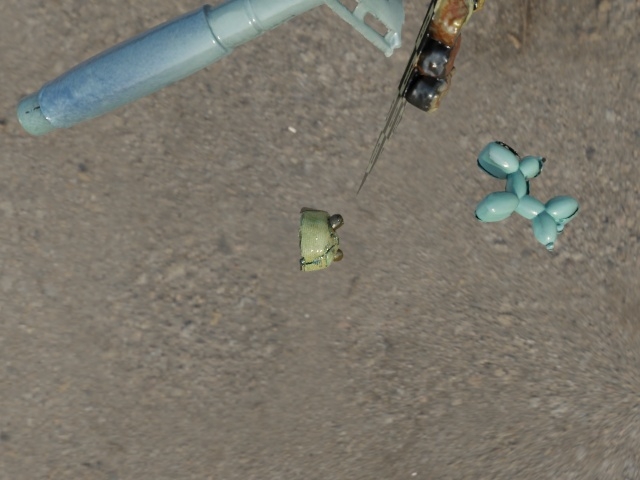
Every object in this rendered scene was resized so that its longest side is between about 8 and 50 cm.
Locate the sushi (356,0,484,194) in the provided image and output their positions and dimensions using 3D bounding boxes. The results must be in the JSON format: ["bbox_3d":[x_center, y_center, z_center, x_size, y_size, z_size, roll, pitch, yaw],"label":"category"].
[{"bbox_3d":[0.140,-0.214,1.209,0.050,0.264,0.290,24,120,5],"label":"sushi"}]

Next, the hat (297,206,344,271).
[{"bbox_3d":[0.000,0.000,1.306,0.059,0.076,0.077,4,107,5],"label":"hat"}]

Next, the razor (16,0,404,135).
[{"bbox_3d":[-0.046,-0.065,0.337,0.135,0.068,0.040,-19,75,21],"label":"razor"}]

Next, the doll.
[{"bbox_3d":[0.307,-0.062,1.519,0.158,0.059,0.159,7,64,-14],"label":"doll"}]
